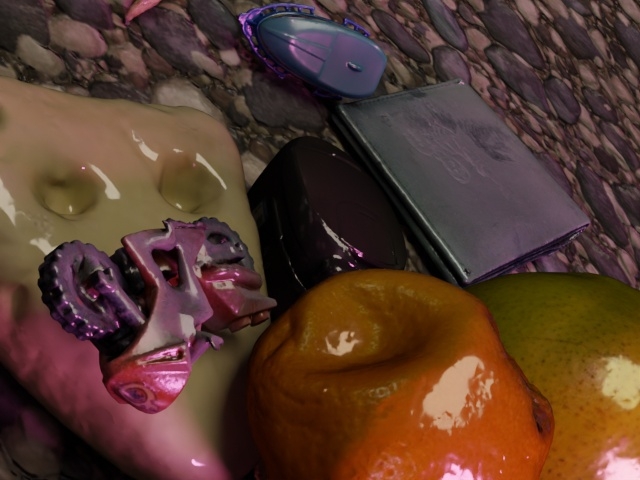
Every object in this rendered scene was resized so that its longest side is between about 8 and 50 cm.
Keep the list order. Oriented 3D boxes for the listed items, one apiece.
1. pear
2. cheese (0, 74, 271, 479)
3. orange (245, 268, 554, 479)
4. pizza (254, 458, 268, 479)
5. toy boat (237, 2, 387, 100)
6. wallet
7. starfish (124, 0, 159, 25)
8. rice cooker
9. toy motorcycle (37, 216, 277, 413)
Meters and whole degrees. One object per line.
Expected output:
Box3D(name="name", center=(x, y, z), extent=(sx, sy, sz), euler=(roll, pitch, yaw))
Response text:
Box3D(name="pear", center=(0.191, 0.160, 1.231), extent=(0.294, 0.294, 0.294), euler=(32, 35, -26))
Box3D(name="cheese", center=(-0.180, 0.034, 1.028), extent=(0.351, 0.129, 0.328), euler=(6, 56, -43))
Box3D(name="orange", center=(0.070, 0.135, 1.015), extent=(0.249, 0.183, 0.249), euler=(58, 18, -31))
Box3D(name="pizza", center=(-0.018, 0.150, 1.141), extent=(0.175, 0.046, 0.134), euler=(-79, 149, -46))
Box3D(name="toy boat", center=(-0.024, -0.212, 1.551), extent=(0.175, 0.091, 0.110), euler=(18, 9, -36))
Box3D(name="wallet", center=(0.159, -0.072, 1.639), extent=(0.290, 0.054, 0.251), euler=(-18, 66, -50))
Box3D(name="starfish", center=(-0.219, -0.404, 1.466), extent=(0.383, 0.132, 0.398), euler=(14, 42, -38))
Box3D(name="rice cooker", center=(0.000, 0.001, 1.297), extent=(0.142, 0.118, 0.203), euler=(29, 36, -31))
Box3D(name="toy motorcycle", center=(-0.098, 0.047, 0.946), extent=(0.212, 0.084, 0.118), euler=(-14, 73, -60))
